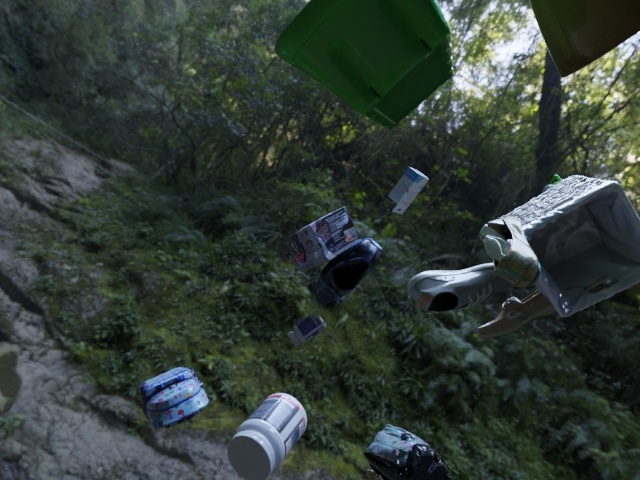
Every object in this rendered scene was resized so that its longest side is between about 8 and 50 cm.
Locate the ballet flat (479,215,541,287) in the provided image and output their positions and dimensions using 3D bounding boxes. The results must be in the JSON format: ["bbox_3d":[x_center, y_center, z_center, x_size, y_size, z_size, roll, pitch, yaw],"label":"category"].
[{"bbox_3d":[0.494,0.005,1.142,0.123,0.123,0.348,41,26,-9],"label":"ballet flat"}]

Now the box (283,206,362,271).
[{"bbox_3d":[0.000,0.000,1.486,0.142,0.163,0.247,61,-28,0],"label":"box"}]

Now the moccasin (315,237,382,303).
[{"bbox_3d":[0.066,0.115,1.400,0.137,0.117,0.342,35,-47,0],"label":"moccasin"}]

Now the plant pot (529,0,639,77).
[{"bbox_3d":[0.461,-0.464,0.725,0.254,0.237,0.237,51,-15,-4],"label":"plant pot"}]

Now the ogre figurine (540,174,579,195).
[{"bbox_3d":[0.873,-0.174,1.548,0.196,0.097,0.118,-5,-39,6],"label":"ogre figurine"}]

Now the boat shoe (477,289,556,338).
[{"bbox_3d":[0.740,0.267,1.584,0.110,0.341,0.121,63,12,10],"label":"boat shoe"}]

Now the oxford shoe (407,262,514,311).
[{"bbox_3d":[0.529,0.176,1.487,0.169,0.449,0.130,98,-19,-44],"label":"oxford shoe"}]

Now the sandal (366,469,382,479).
[{"bbox_3d":[0.196,0.797,1.439,0.079,0.240,0.088,32,-36,-1],"label":"sandal"}]

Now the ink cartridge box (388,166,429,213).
[{"bbox_3d":[0.343,-0.198,1.692,0.061,0.181,0.104,46,22,29],"label":"ink cartridge box"}]

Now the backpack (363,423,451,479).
[{"bbox_3d":[0.187,0.490,0.927,0.182,0.115,0.152,-12,-67,58],"label":"backpack"}]

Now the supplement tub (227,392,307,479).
[{"bbox_3d":[-0.182,0.688,1.487,0.191,0.191,0.272,35,21,14],"label":"supplement tub"}]

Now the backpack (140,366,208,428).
[{"bbox_3d":[-0.378,0.408,1.086,0.173,0.158,0.117,-17,-90,62],"label":"backpack"}]

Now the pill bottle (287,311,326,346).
[{"bbox_3d":[-0.046,0.293,1.379,0.067,0.120,0.067,54,-10,13],"label":"pill bottle"}]

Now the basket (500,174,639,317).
[{"bbox_3d":[0.812,0.003,1.367,0.331,0.328,0.266,55,13,-11],"label":"basket"}]

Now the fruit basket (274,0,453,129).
[{"bbox_3d":[0.068,-0.411,0.737,0.392,0.283,0.392,42,21,-21],"label":"fruit basket"}]
